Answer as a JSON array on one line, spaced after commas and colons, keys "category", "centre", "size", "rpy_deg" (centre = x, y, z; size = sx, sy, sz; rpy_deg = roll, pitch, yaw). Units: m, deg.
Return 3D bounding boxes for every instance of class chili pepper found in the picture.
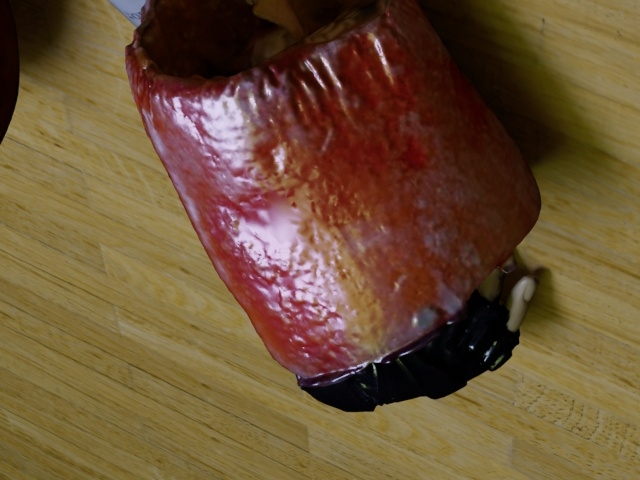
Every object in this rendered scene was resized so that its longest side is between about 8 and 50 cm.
[{"category": "chili pepper", "centre": [0.008, -0.070, 1.478], "size": [0.251, 0.229, 0.305], "rpy_deg": [-11, 126, 33]}]

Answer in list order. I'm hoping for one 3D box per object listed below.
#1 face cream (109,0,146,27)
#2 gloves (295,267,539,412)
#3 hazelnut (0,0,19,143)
[{"category": "face cream", "centre": [-0.092, -0.180, 1.589], "size": [0.143, 0.089, 0.314], "rpy_deg": [-2, 145, 44]}, {"category": "gloves", "centre": [0.096, 0.076, 1.683], "size": [0.203, 0.164, 0.124], "rpy_deg": [-18, 81, 27]}, {"category": "hazelnut", "centre": [-0.471, -0.192, 1.676], "size": [0.429, 0.402, 0.402], "rpy_deg": [20, 151, -3]}]
